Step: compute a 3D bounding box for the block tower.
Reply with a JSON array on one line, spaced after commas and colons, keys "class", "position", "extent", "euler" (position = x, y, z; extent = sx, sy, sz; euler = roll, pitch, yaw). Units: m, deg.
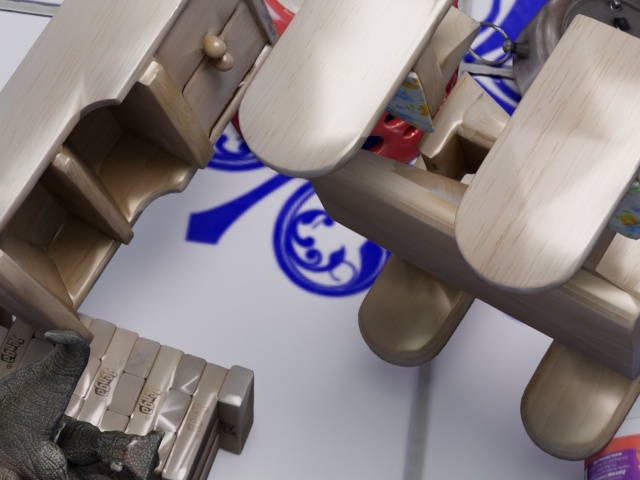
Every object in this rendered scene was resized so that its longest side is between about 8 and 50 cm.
[{"class": "block tower", "position": [-0.217, 0.092, 1.178], "extent": [0.335, 0.091, 0.097], "euler": [18, 63, 6]}]

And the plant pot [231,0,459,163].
[{"class": "plant pot", "position": [0.019, -0.166, 1.282], "extent": [0.191, 0.174, 0.191], "euler": [2, 61, -4]}]

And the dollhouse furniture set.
[{"class": "dollhouse furniture set", "position": [0.000, 0.000, 1.019], "extent": [0.394, 0.362, 0.256], "euler": [29, 78, 19]}]

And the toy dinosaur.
[{"class": "toy dinosaur", "position": [-0.171, 0.151, 1.018], "extent": [0.160, 0.313, 0.121], "euler": [11, 65, 8]}]

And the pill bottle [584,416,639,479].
[{"class": "pill bottle", "position": [0.228, 0.224, 1.124], "extent": [0.108, 0.108, 0.194], "euler": [5, 63, 0]}]

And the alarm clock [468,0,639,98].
[{"class": "alarm clock", "position": [0.201, -0.140, 1.315], "extent": [0.192, 0.064, 0.129], "euler": [8, 63, -16]}]
